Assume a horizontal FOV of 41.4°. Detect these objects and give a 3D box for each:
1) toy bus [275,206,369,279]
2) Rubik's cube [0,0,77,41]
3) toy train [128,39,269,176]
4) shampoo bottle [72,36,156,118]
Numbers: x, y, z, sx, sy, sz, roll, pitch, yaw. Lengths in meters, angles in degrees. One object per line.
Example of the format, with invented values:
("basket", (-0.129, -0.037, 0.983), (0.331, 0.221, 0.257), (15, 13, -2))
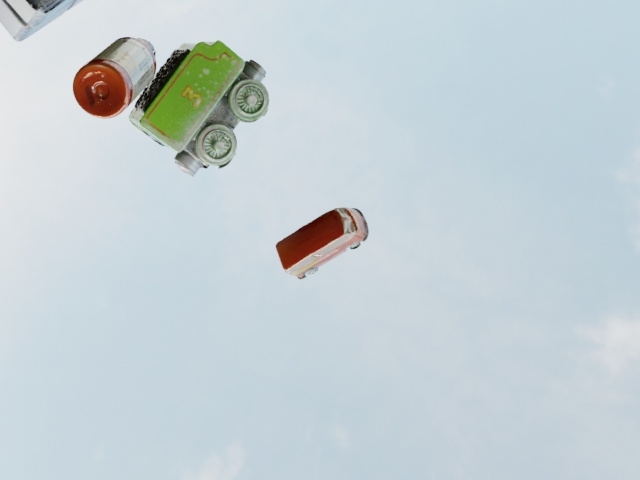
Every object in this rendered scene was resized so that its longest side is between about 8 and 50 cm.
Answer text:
("toy bus", (0.000, 0.000, 1.555), (0.174, 0.077, 0.079), (-31, -114, 25))
("Rubik's cube", (-0.663, -0.696, 1.978), (0.318, 0.316, 0.313), (-43, -163, -23))
("toy train", (-0.277, -0.320, 1.983), (0.307, 0.249, 0.173), (-54, -154, -3))
("shampoo bottle", (-0.374, -0.322, 1.602), (0.104, 0.104, 0.278), (-24, -158, 16))
